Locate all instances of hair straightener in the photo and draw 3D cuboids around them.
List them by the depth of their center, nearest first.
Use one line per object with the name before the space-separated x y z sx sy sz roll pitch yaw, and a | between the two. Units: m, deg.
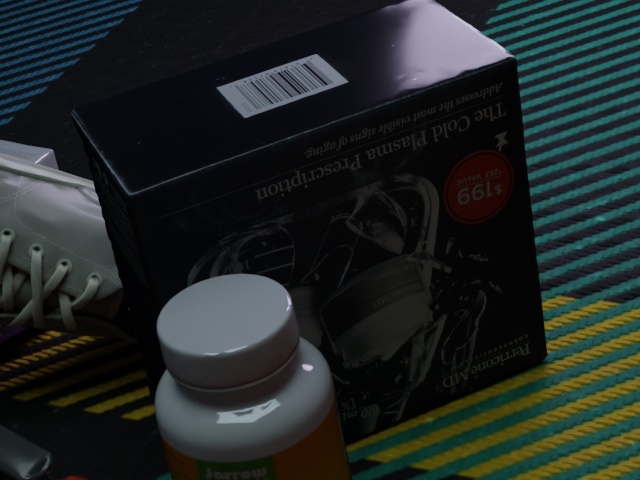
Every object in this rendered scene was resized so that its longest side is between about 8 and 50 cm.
hair straightener | -0.324 0.148 1.347 0.230 0.089 0.047 33 53 26

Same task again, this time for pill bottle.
pill bottle | -0.050 0.154 1.162 0.136 0.246 0.136 -8 32 5

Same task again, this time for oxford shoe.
oxford shoe | -0.265 0.021 1.418 0.449 0.169 0.130 8 36 -22

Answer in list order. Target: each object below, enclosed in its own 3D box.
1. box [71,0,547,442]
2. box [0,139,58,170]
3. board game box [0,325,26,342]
box | 0.000 0.000 1.326 0.343 0.313 0.179 -21 34 -15
box | -0.348 -0.047 1.698 0.102 0.101 0.087 12 38 32
board game box | -0.434 0.038 1.608 0.346 0.056 0.208 12 23 32
